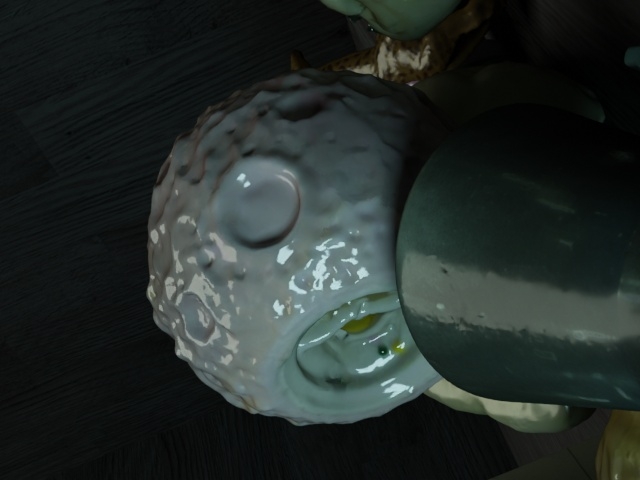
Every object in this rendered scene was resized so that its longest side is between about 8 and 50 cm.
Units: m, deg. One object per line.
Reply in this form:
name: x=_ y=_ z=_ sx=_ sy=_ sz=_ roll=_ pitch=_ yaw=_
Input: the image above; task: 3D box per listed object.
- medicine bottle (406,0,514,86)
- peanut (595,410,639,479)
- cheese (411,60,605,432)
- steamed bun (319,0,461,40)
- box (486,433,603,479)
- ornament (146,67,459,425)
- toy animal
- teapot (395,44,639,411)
medicine bottle: x=0.159 y=-0.115 z=0.852 sx=0.133 sy=0.134 sz=0.274 roll=34 pitch=-147 yaw=-86
peanut: x=0.263 y=0.175 z=0.534 sx=0.153 sy=0.140 sz=0.325 roll=16 pitch=153 yaw=37
cheese: x=0.147 y=0.008 z=0.718 sx=0.326 sy=0.115 sz=0.318 roll=58 pitch=142 yaw=18
steamed bun: x=0.031 y=-0.304 z=0.545 sx=0.268 sy=0.207 sz=0.280 roll=30 pitch=-131 yaw=-24
box: x=0.247 y=0.276 z=0.798 sx=0.164 sy=0.257 sz=0.069 roll=-100 pitch=-13 yaw=-80
ornament: x=0.000 y=0.000 z=0.600 sx=0.259 sy=0.260 sz=0.225 roll=65 pitch=180 yaw=-49
toy animal: x=0.070 y=-0.198 z=0.792 sx=0.054 sy=0.275 sz=0.149 roll=-7 pitch=-117 yaw=-49
teapot: x=0.158 y=0.003 z=0.398 sx=0.225 sy=0.171 sz=0.203 roll=15 pitch=92 yaw=63
